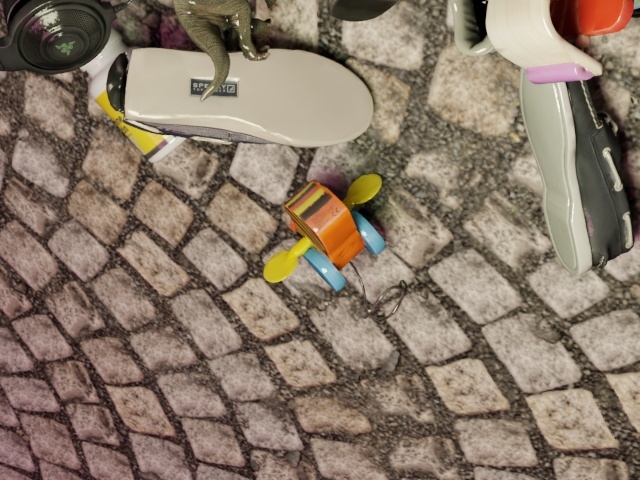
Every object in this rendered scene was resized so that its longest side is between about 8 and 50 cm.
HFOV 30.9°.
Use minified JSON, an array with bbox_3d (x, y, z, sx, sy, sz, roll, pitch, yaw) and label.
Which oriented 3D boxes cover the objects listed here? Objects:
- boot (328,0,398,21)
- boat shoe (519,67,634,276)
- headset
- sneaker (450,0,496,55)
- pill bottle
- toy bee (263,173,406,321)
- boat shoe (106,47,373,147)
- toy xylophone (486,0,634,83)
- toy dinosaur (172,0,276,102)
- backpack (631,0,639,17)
[{"bbox_3d":[0.067,-0.378,1.222,0.263,0.091,0.228,-25,64,53],"label":"boot"},{"bbox_3d":[0.308,-0.104,1.372,0.114,0.091,0.302,-126,18,-56],"label":"boat shoe"},{"bbox_3d":[-0.320,-0.316,1.521,0.394,0.243,0.185,1,151,11],"label":"headset"},{"bbox_3d":[0.183,-0.348,1.222,0.122,0.146,0.330,10,127,27],"label":"sneaker"},{"bbox_3d":[-0.258,-0.207,1.631,0.184,0.103,0.103,49,134,-10],"label":"pill bottle"},{"bbox_3d":[0.000,0.000,1.595,0.162,0.195,0.298,43,152,31],"label":"toy bee"},{"bbox_3d":[-0.109,-0.187,1.531,0.341,0.127,0.158,8,178,-10],"label":"boat shoe"},{"bbox_3d":[0.247,-0.305,1.083,0.081,0.236,0.322,12,98,-19],"label":"toy xylophone"},{"bbox_3d":[-0.117,-0.309,1.397,0.160,0.313,0.121,29,166,-22],"label":"toy dinosaur"},{"bbox_3d":[0.349,-0.297,1.143,0.173,0.158,0.116,-32,69,45],"label":"backpack"}]
